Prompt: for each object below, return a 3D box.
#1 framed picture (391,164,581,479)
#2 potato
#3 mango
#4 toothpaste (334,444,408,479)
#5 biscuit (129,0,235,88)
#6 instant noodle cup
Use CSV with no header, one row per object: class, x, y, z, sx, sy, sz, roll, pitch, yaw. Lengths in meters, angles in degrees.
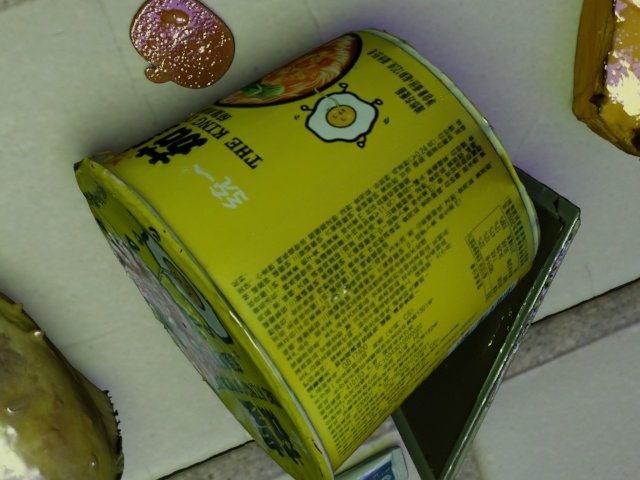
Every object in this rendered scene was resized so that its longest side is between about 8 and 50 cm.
framed picture,0.140,0.073,1.142,0.016,0.216,0.273,23,100,-11
potato,-0.306,0.130,1.021,0.266,0.229,0.229,42,91,-21
mango,0.308,-0.197,1.159,0.154,0.126,0.252,21,93,-12
toothpaste,-0.003,0.259,1.256,0.197,0.035,0.057,-25,130,-11
biscuit,-0.118,-0.164,1.082,0.091,0.015,0.078,40,94,-25
instant noodle cup,0.000,0.000,1.029,0.254,0.325,0.325,-37,116,-14
